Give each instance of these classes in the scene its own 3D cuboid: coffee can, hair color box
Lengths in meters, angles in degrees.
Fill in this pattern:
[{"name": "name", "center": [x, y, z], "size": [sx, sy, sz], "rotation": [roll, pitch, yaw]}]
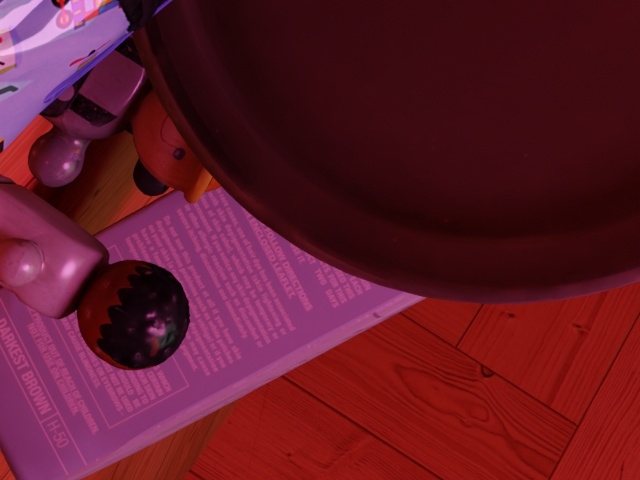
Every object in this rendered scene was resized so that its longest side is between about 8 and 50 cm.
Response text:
[{"name": "coffee can", "center": [0.076, -0.087, 0.591], "size": [0.201, 0.201, 0.275], "rotation": [-58, 169, 8]}, {"name": "hair color box", "center": [0.000, 0.000, 1.037], "size": [0.374, 0.113, 0.185], "rotation": [-28, 176, 11]}]

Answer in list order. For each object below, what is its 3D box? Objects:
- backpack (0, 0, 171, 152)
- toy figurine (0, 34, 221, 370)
[{"name": "backpack", "center": [-0.095, -0.093, 0.357], "size": [0.173, 0.158, 0.117], "rotation": [-44, 164, -14]}, {"name": "toy figurine", "center": [-0.064, -0.063, 0.815], "size": [0.209, 0.148, 0.213], "rotation": [-53, 174, -43]}]
